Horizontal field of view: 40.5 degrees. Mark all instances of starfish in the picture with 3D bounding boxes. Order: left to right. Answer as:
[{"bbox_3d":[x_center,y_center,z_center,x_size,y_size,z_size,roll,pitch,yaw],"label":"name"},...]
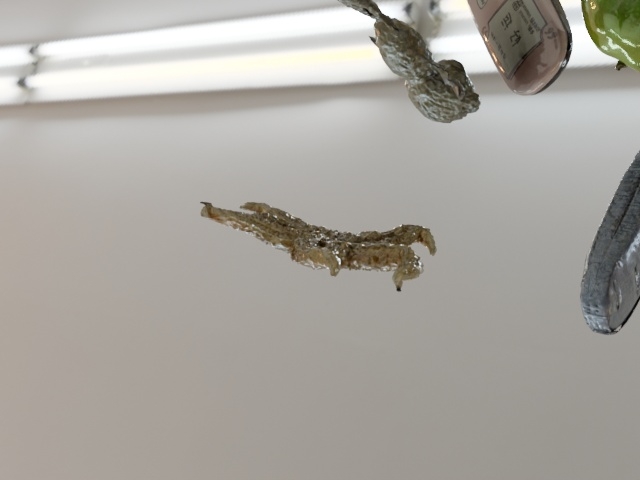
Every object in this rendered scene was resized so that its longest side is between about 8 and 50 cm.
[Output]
[{"bbox_3d":[-0.001,0.004,1.024,0.303,0.299,0.060,15,-76,27],"label":"starfish"}]

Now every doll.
[{"bbox_3d":[0.106,-0.261,1.161,0.091,0.286,0.203,-58,-166,-8],"label":"doll"}]

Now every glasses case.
[{"bbox_3d":[0.286,-0.351,1.291,0.122,0.075,0.314,-51,-137,45],"label":"glasses case"},{"bbox_3d":[0.373,-0.009,1.033,0.067,0.109,0.282,8,-133,34],"label":"glasses case"}]

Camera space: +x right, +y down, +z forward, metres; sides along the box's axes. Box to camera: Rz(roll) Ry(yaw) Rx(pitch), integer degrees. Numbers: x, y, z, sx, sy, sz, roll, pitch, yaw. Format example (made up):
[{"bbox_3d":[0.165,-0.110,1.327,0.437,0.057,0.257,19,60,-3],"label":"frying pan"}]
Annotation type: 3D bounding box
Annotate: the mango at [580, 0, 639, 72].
[{"bbox_3d":[0.488,-0.374,1.065,0.382,0.201,0.225,-44,-96,22],"label":"mango"}]
